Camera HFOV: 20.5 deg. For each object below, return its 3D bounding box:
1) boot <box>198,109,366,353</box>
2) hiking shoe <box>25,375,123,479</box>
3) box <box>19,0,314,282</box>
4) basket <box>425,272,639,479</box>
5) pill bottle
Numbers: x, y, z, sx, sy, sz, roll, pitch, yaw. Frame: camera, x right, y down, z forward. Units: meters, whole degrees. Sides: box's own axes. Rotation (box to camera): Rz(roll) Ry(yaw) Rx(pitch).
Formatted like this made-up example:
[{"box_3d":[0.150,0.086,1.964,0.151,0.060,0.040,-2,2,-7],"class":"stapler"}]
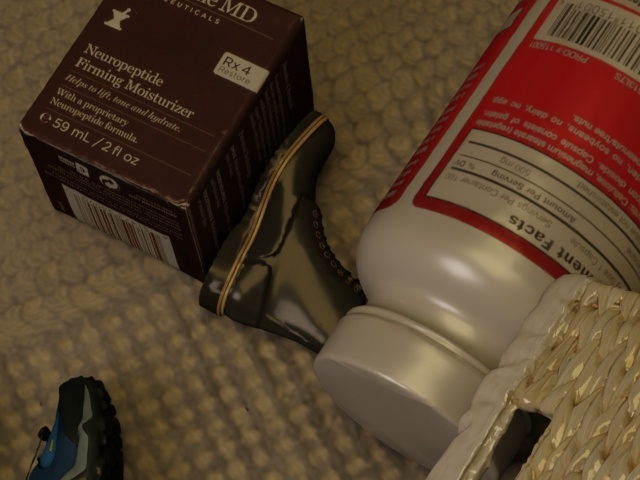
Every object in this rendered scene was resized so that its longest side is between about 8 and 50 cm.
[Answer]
[{"box_3d":[0.000,0.000,1.536,0.137,0.077,0.198,26,83,10],"class":"boot"},{"box_3d":[-0.237,0.248,1.411,0.132,0.113,0.304,6,67,5],"class":"hiking shoe"},{"box_3d":[-0.127,-0.106,1.532,0.168,0.167,0.203,25,70,14],"class":"box"},{"box_3d":[0.256,0.247,1.217,0.266,0.331,0.328,6,56,56],"class":"basket"},{"box_3d":[0.175,-0.015,1.438,0.229,0.229,0.408,30,71,16],"class":"pill bottle"}]
